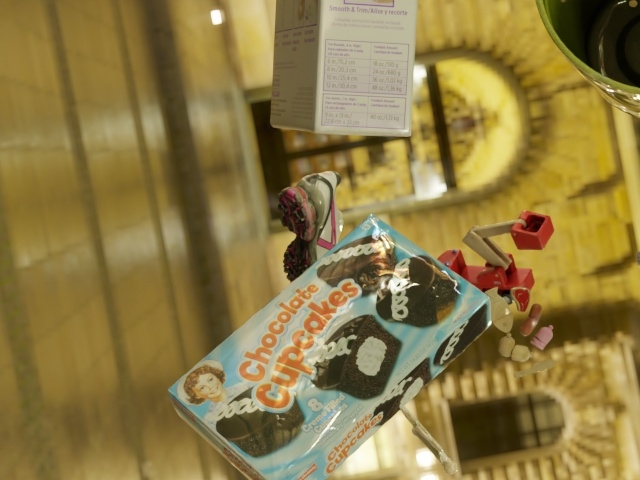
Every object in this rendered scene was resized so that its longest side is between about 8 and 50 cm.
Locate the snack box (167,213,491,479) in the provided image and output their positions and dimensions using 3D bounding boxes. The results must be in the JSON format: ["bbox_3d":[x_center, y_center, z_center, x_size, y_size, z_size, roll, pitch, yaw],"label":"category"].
[{"bbox_3d":[0.012,0.128,1.674,0.187,0.322,0.060,37,-23,31],"label":"snack box"}]

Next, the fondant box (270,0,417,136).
[{"bbox_3d":[0.022,-0.266,1.429,0.238,0.096,0.330,-153,-116,-77],"label":"fondant box"}]

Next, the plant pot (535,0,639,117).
[{"bbox_3d":[0.505,-0.338,2.245,0.353,0.367,0.366,50,29,-74],"label":"plant pot"}]

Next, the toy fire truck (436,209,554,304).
[{"bbox_3d":[0.237,0.023,2.105,0.047,0.192,0.135,-54,135,-41],"label":"toy fire truck"}]

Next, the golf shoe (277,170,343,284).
[{"bbox_3d":[0.000,0.000,1.850,0.067,0.086,0.186,36,-37,35],"label":"golf shoe"}]

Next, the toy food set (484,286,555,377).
[{"bbox_3d":[0.261,0.112,1.956,0.019,0.078,0.122,-134,-151,-81],"label":"toy food set"}]

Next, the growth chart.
[{"bbox_3d":[0.076,0.180,1.841,0.237,0.021,0.172,49,-1,-9],"label":"growth chart"}]

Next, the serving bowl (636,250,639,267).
[{"bbox_3d":[0.463,0.036,2.030,0.083,0.083,0.027,81,20,-80],"label":"serving bowl"}]
